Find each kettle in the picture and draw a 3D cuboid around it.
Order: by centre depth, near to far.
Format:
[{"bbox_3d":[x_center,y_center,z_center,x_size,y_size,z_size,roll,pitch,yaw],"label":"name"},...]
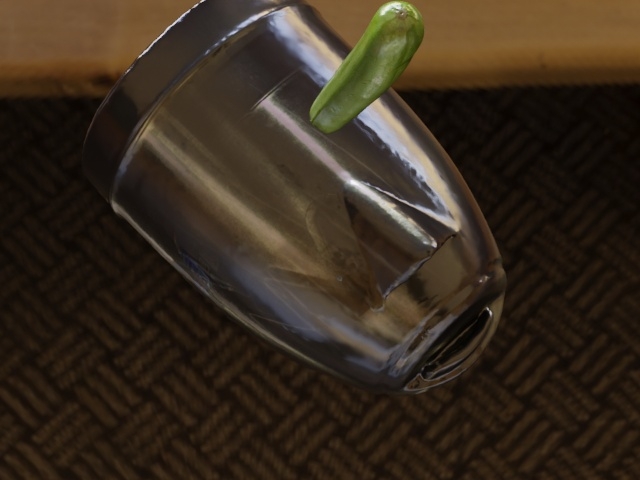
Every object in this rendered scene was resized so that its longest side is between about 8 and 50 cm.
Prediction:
[{"bbox_3d":[0.000,0.000,1.265,0.228,0.321,0.324,-40,74,-19],"label":"kettle"}]

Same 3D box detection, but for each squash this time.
[{"bbox_3d":[0.020,-0.074,0.681,0.027,0.089,0.027,11,61,-20],"label":"squash"}]
